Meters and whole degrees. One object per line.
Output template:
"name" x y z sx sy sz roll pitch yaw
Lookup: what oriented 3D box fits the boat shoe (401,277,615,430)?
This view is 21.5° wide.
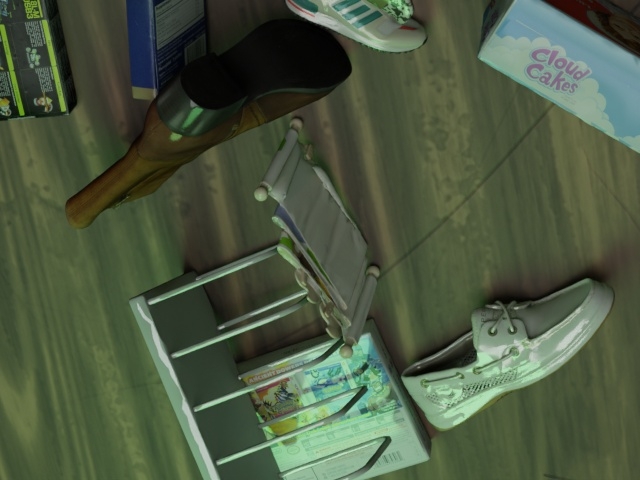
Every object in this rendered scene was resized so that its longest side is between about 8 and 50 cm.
"boat shoe" 0.209 0.117 1.937 0.277 0.098 0.096 -37 106 24

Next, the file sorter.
"file sorter" -0.060 0.149 1.902 0.173 0.193 0.277 -23 91 15

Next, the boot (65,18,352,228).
"boot" -0.120 -0.115 1.851 0.096 0.264 0.280 52 137 5

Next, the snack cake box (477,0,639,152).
"snack cake box" 0.299 -0.181 1.749 0.264 0.152 0.089 30 116 -6

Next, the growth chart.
"growth chart" 0.000 0.000 1.877 0.021 0.172 0.237 -16 115 30

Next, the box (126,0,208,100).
"box" -0.163 -0.276 1.782 0.037 0.136 0.225 10 117 18

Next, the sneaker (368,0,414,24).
"sneaker" 0.036 -0.297 1.678 0.410 0.158 0.182 -13 100 0

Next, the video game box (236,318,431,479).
"video game box" 0.006 0.209 2.041 0.205 0.048 0.187 -19 113 17

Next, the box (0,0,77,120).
"box" -0.382 -0.227 1.893 0.184 0.045 0.190 -6 114 9

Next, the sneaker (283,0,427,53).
"sneaker" 0.044 -0.258 1.804 0.161 0.057 0.075 21 122 1
